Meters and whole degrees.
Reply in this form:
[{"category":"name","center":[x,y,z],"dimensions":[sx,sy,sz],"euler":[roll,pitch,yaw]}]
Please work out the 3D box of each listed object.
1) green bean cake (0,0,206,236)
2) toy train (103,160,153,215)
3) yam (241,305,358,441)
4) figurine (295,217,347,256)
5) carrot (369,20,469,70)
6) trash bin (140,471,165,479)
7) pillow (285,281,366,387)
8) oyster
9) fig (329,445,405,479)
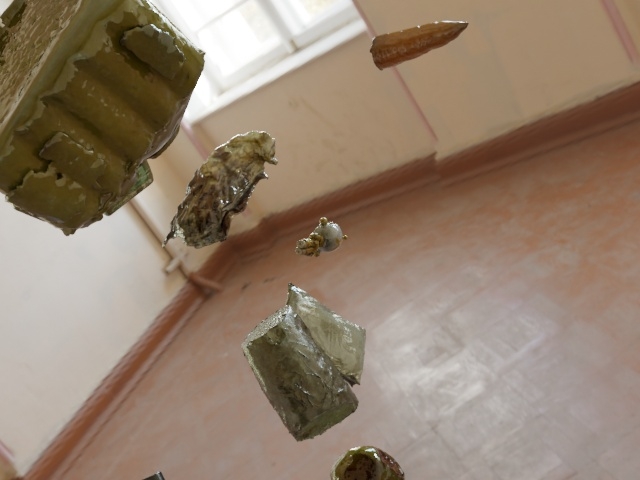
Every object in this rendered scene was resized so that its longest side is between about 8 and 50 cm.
[{"category":"green bean cake","center":[-0.296,-0.168,0.984],"dimensions":[0.285,0.202,0.310],"euler":[-53,41,-1]},{"category":"toy train","center":[-0.440,-0.166,1.480],"dimensions":[0.326,0.159,0.129],"euler":[26,57,39]},{"category":"yam","center":[-0.044,0.257,1.542],"dimensions":[0.154,0.254,0.154],"euler":[-32,-4,-3]},{"category":"figurine","center":[0.000,-0.004,1.955],"dimensions":[0.068,0.143,0.101],"euler":[32,100,31]},{"category":"carrot","center":[0.202,-0.403,1.624],"dimensions":[0.205,0.072,0.072],"euler":[-12,27,29]},{"category":"trash bin","center":[-0.245,0.486,1.218],"dimensions":[0.115,0.225,0.165],"euler":[-20,-22,-26]},{"category":"pillow","center":[0.009,0.202,1.734],"dimensions":[0.050,0.230,0.148],"euler":[-32,34,36]},{"category":"oyster","center":[-0.225,-0.101,1.716],"dimensions":[0.275,0.100,0.271],"euler":[-15,54,22]},{"category":"fig","center":[0.085,0.499,1.687],"dimensions":[0.166,0.144,0.154],"euler":[-30,10,50]}]
